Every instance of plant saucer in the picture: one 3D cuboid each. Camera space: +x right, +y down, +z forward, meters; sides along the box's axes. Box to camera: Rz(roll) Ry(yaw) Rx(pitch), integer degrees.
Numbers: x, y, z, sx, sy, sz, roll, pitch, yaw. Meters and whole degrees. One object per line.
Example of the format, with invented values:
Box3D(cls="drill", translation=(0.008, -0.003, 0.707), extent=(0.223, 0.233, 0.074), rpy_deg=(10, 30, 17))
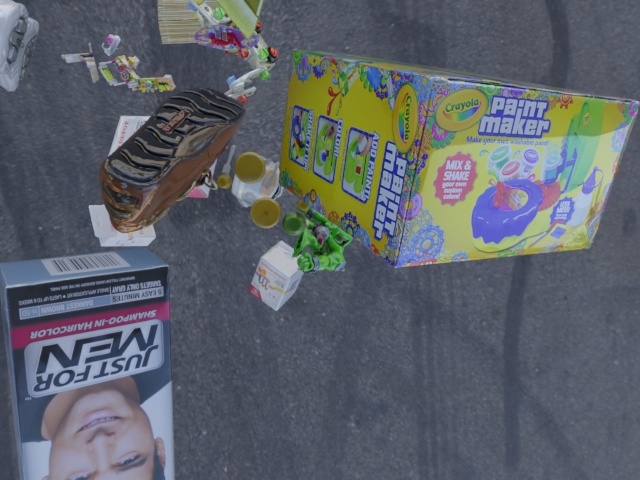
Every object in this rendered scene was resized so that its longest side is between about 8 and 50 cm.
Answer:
Box3D(cls="plant saucer", translation=(-0.188, -0.624, 1.235), extent=(0.188, 0.045, 0.188), rpy_deg=(40, 55, -52))

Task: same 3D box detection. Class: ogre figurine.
Box3D(cls="ogre figurine", translation=(0.000, 0.000, 1.120), extent=(0.118, 0.197, 0.097), rpy_deg=(23, 111, -23))

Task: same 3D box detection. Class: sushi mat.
Box3D(cls="sushi mat", translation=(-0.367, -0.721, 1.672), extent=(0.316, 0.019, 0.152), rpy_deg=(-4, 93, -4))

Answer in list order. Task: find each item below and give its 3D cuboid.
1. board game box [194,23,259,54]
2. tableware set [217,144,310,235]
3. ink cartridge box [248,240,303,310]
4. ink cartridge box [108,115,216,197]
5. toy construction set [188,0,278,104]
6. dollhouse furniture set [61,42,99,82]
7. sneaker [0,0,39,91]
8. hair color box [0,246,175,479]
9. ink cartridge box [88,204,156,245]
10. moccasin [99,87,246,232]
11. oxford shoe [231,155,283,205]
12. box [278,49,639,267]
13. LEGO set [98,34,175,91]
Box3D(cls="board game box", translation=(-0.248, -0.518, 1.361), extent=(0.168, 0.133, 0.033), rpy_deg=(0, 86, -38))
Box3D(cls="tableware set", translation=(-0.084, -0.073, 0.790), extent=(0.154, 0.024, 0.104), rpy_deg=(22, 99, -4))
Box3D(cls="ink cartridge box", translation=(-0.142, 0.118, 1.748), extent=(0.128, 0.127, 0.176), rpy_deg=(34, 130, 12))
Box3D(cls="ink cartridge box", translation=(-0.451, -0.241, 1.475), extent=(0.282, 0.117, 0.208), rpy_deg=(3, 70, 12))
Box3D(cls="toy construction set", translation=(-0.256, -0.584, 1.556), extent=(0.215, 0.151, 0.328), rpy_deg=(-30, 105, -47))
Box3D(cls="dollhouse furniture set", translation=(-0.667, -0.473, 1.434), extent=(0.081, 0.114, 0.091), rpy_deg=(-13, 65, -18))
Box3D(cls="sneaker", translation=(-0.386, -0.235, 0.568), extent=(0.115, 0.232, 0.091), rpy_deg=(20, 86, -26))
Box3D(cls="hair color box", translation=(-0.303, 0.210, 0.686), extent=(0.185, 0.113, 0.375), rpy_deg=(-7, 107, -35))
Box3D(cls="ink cartridge box", translation=(-0.635, -0.046, 1.620), extent=(0.198, 0.067, 0.116), rpy_deg=(1, 62, -49))
Box3D(cls="moccasin", translation=(-0.243, -0.151, 0.909), extent=(0.139, 0.380, 0.147), rpy_deg=(22, 133, -3))
Box3D(cls="oxford shoe", translation=(-0.174, -0.172, 1.549), extent=(0.129, 0.449, 0.169), rpy_deg=(15, 94, -4))
Box3D(cls="box", translation=(0.141, -0.113, 0.615), extent=(0.289, 0.279, 0.177), rpy_deg=(-3, 113, -28))
Box3D(cls="LEGO set", translation=(-0.633, -0.554, 1.720), extent=(0.287, 0.107, 0.132), rpy_deg=(39, 125, 6))
